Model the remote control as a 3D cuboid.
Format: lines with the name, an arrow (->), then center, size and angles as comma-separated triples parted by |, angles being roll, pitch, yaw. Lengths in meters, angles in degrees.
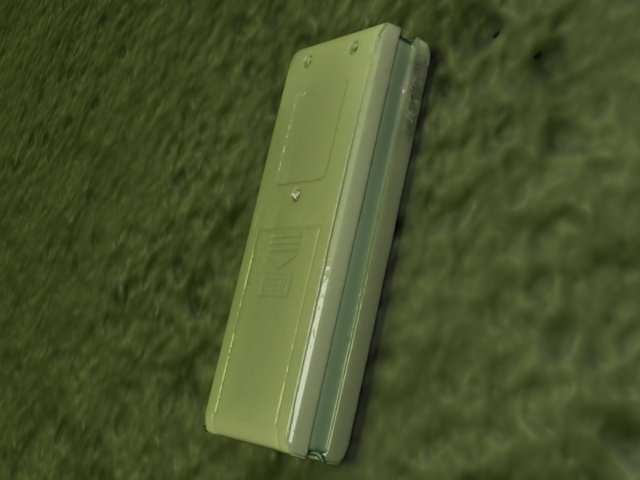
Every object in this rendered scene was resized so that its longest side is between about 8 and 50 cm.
remote control -> 0.000, 0.000, 0.652 | 0.103, 0.055, 0.277 | -2, 72, 54
